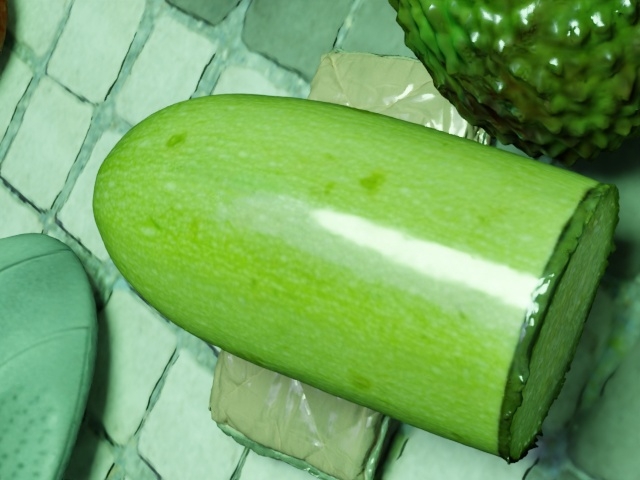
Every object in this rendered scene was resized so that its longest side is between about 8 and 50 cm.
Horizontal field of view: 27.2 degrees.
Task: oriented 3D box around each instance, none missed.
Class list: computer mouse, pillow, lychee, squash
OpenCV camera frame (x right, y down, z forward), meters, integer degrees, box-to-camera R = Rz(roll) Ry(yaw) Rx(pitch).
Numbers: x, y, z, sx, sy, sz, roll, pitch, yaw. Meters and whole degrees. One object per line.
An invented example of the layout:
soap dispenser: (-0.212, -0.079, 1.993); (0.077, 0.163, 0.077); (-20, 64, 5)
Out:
computer mouse: (-0.251, 0.162, 0.808); (0.188, 0.122, 0.371); (-4, 69, 51)
pillow: (0.014, 0.009, 0.702); (0.126, 0.043, 0.232); (18, 89, 37)
lychee: (0.105, -0.118, 0.582); (0.171, 0.171, 0.171); (-11, 72, 38)
squash: (0.000, 0.000, 0.606); (0.247, 0.132, 0.132); (18, 91, 21)

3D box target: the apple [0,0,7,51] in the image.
apple: (-0.303, -0.166, 0.952); (0.131, 0.146, 0.146); (-16, 67, 62)
